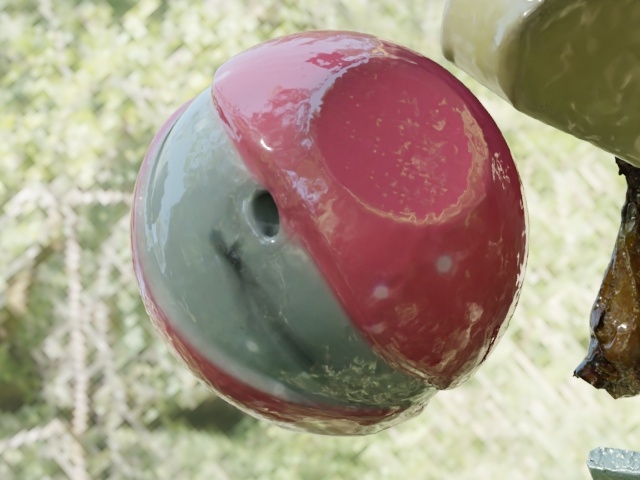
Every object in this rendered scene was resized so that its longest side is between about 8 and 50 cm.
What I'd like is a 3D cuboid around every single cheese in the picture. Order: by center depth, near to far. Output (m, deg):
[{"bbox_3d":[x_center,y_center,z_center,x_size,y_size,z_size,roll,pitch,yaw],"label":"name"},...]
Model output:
[{"bbox_3d":[0.297,-0.169,1.572,0.384,0.104,0.384,-21,-49,-27],"label":"cheese"}]

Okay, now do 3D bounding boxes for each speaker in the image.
[{"bbox_3d":[0.000,0.000,1.421,0.294,0.294,0.294,-41,-3,-3],"label":"speaker"}]

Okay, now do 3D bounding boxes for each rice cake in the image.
[{"bbox_3d":[0.313,0.205,1.713,0.029,0.171,0.033,-66,-34,-29],"label":"rice cake"}]

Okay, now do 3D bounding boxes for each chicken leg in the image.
[{"bbox_3d":[0.324,0.020,2.007,0.113,0.304,0.093,-10,19,-35],"label":"chicken leg"}]
